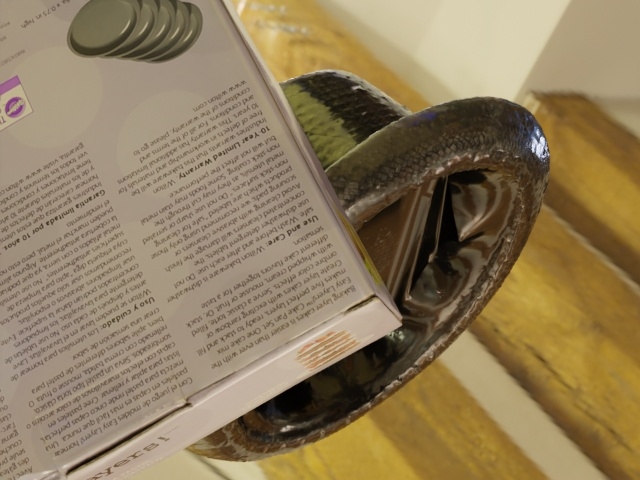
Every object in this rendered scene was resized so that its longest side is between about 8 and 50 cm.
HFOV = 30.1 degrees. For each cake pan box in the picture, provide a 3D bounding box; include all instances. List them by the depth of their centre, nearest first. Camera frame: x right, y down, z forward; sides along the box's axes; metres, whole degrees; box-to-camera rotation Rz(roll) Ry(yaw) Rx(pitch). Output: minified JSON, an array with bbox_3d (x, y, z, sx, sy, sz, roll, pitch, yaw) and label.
[{"bbox_3d":[-0.132,-0.003,0.572,0.245,0.267,0.070,61,-175,23],"label":"cake pan box"}]

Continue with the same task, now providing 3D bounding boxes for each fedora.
[{"bbox_3d":[0.000,0.000,0.829,0.334,0.334,0.152,-7,-130,-45],"label":"fedora"}]
